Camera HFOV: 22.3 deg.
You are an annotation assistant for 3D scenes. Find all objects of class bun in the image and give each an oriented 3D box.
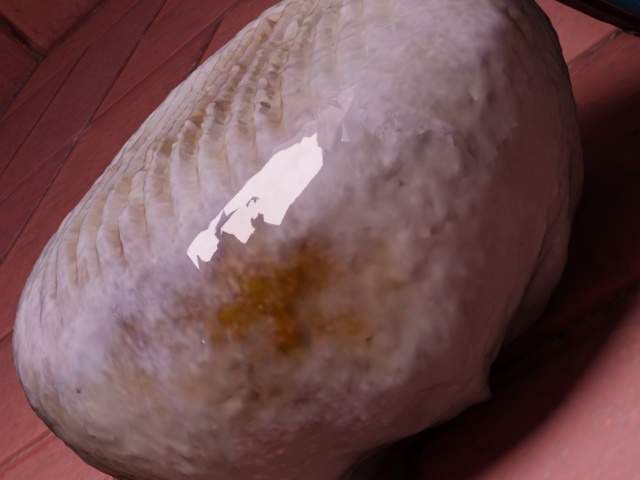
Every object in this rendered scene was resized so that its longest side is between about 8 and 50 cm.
[{"bbox_3d":[0.000,0.000,0.892,0.362,0.211,0.362,-43,14,14],"label":"bun"}]

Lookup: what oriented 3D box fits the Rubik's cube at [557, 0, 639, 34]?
[{"bbox_3d":[0.130,-0.325,0.888,0.363,0.359,0.362,-64,9,7],"label":"Rubik's cube"}]
